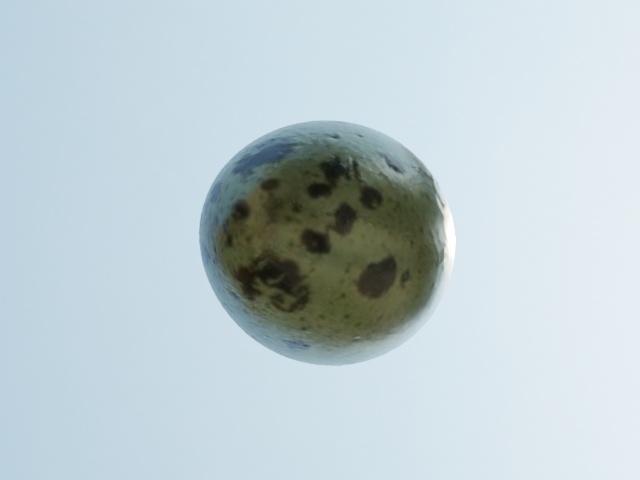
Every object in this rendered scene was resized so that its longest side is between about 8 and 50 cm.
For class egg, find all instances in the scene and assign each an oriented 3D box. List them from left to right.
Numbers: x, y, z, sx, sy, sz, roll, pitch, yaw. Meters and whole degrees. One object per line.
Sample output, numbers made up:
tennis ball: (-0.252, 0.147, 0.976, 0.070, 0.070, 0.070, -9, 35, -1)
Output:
egg: (0.000, 0.000, 0.902, 0.228, 0.177, 0.177, 16, -81, -62)
